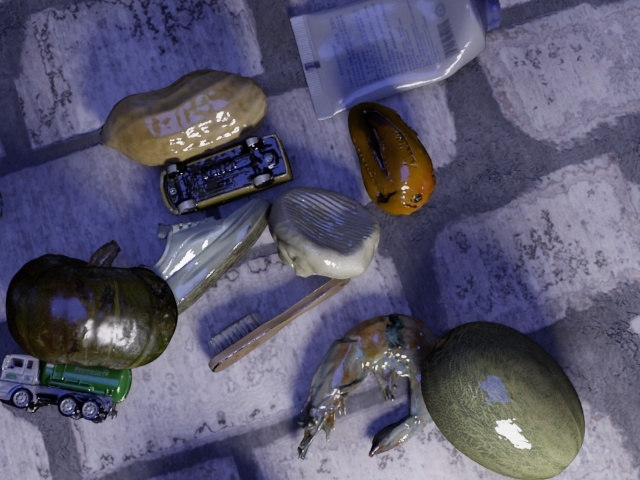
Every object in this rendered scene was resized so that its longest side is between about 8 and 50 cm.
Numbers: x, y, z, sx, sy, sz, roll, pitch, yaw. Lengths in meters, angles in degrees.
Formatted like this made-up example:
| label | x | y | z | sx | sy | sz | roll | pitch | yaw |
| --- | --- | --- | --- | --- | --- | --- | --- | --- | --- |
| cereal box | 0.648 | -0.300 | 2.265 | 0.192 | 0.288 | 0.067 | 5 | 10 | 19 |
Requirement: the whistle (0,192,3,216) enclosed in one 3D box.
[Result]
| label | x | y | z | sx | sy | sz | roll | pitch | yaw |
| --- | --- | --- | --- | --- | --- | --- | --- | --- | --- |
| whistle | -0.800 | -0.062 | 1.866 | 0.312 | 0.062 | 0.062 | -5 | 80 | -1 |

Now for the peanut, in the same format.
| label | x | y | z | sx | sy | sz | roll | pitch | yaw |
| --- | --- | --- | --- | --- | --- | --- | --- | --- | --- |
| peanut | -0.273 | -0.241 | 1.849 | 0.339 | 0.158 | 0.174 | -21 | 84 | -3 |

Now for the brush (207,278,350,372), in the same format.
| label | x | y | z | sx | sy | sz | roll | pitch | yaw |
| --- | --- | --- | --- | --- | --- | --- | --- | --- | --- |
| brush | -0.088 | 0.146 | 1.831 | 0.327 | 0.070 | 0.065 | -33 | 71 | -7 |

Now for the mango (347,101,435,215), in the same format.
| label | x | y | z | sx | sy | sz | roll | pitch | yaw |
| --- | --- | --- | --- | --- | --- | --- | --- | --- | --- |
| mango | 0.133 | -0.166 | 1.846 | 0.156 | 0.151 | 0.249 | -44 | 70 | 34 |

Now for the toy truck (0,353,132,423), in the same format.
| label | x | y | z | sx | sy | sz | roll | pitch | yaw |
| --- | --- | --- | --- | --- | --- | --- | --- | --- | --- |
| toy truck | -0.489 | 0.278 | 1.787 | 0.242 | 0.101 | 0.125 | 8 | 75 | -1 |

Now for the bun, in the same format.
| label | x | y | z | sx | sy | sz | roll | pitch | yaw |
| --- | --- | --- | --- | --- | --- | --- | --- | --- | --- |
| bun | 0.000 | 0.000 | 1.805 | 0.230 | 0.133 | 0.231 | 12 | 40 | -11 |

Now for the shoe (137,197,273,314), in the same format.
| label | x | y | z | sx | sy | sz | roll | pitch | yaw |
| --- | --- | --- | --- | --- | --- | --- | --- | --- | --- |
| shoe | -0.245 | 0.005 | 1.826 | 0.159 | 0.124 | 0.316 | 42 | 85 | 9 |

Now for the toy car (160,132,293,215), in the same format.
| label | x | y | z | sx | sy | sz | roll | pitch | yaw |
| --- | --- | --- | --- | --- | --- | --- | --- | --- | --- |
| toy car | -0.184 | -0.124 | 1.848 | 0.256 | 0.124 | 0.101 | -18 | 82 | 6 |

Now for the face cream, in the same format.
| label | x | y | z | sx | sy | sz | roll | pitch | yaw |
| --- | --- | --- | --- | --- | --- | --- | --- | --- | --- |
| face cream | 0.164 | -0.415 | 1.912 | 0.420 | 0.137 | 0.235 | -16 | 81 | 5 |

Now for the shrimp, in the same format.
| label | x | y | z | sx | sy | sz | roll | pitch | yaw |
| --- | --- | --- | --- | --- | --- | --- | --- | --- | --- |
| shrimp | 0.094 | 0.302 | 1.799 | 0.360 | 0.085 | 0.247 | -44 | 89 | -11 |

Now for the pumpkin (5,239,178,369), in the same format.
| label | x | y | z | sx | sy | sz | roll | pitch | yaw |
| --- | --- | --- | --- | --- | --- | --- | --- | --- | --- |
| pumpkin | -0.443 | 0.109 | 1.711 | 0.324 | 0.232 | 0.242 | 7 | 84 | 20 |

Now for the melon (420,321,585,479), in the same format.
| label | x | y | z | sx | sy | sz | roll | pitch | yaw |
| --- | --- | --- | --- | --- | --- | --- | --- | --- | --- |
| melon | 0.336 | 0.295 | 1.712 | 0.329 | 0.248 | 0.249 | 40 | 82 | 4 |
